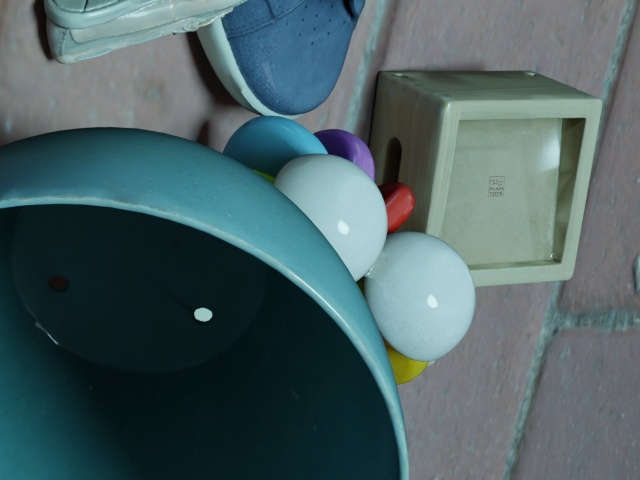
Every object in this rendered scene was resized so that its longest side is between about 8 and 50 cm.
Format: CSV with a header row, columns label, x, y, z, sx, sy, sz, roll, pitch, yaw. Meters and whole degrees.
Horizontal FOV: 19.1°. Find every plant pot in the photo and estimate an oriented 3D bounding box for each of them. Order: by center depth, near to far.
label,x,y,z,sx,sy,sz,roll,pitch,yaw
plant pot,-0.102,0.058,0.938,0.195,0.290,0.290,-86,173,-59

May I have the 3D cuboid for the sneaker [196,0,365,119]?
label,x,y,z,sx,sy,sz,roll,pitch,yaw
sneaker,0.026,-0.227,1.046,0.131,0.148,0.350,-15,118,-51

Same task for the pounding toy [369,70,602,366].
label,x,y,z,sx,sy,sz,roll,pitch,yaw
pounding toy,0.064,-0.016,1.259,0.206,0.094,0.181,-3,110,-30

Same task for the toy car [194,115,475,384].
label,x,y,z,sx,sy,sz,roll,pitch,yaw
toy car,0.000,0.000,1.105,0.182,0.159,0.136,39,50,-29

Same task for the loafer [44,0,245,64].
label,x,y,z,sx,sy,sz,roll,pitch,yaw
loafer,-0.089,-0.125,1.017,0.125,0.045,0.039,-16,137,-26
